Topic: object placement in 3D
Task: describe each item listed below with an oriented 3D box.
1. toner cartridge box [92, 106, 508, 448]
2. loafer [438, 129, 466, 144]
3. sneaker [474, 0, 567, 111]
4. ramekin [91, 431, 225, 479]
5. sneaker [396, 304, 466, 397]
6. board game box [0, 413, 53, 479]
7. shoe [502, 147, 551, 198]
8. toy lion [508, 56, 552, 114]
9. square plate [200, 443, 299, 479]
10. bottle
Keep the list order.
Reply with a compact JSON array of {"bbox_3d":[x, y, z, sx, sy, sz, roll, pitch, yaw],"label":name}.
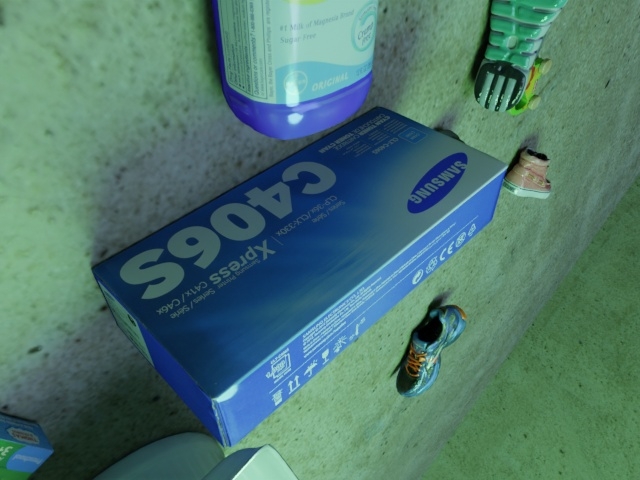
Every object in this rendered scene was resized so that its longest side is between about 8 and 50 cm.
[{"bbox_3d":[0.000,0.000,0.471,0.348,0.165,0.075,-35,144,-30],"label":"toner cartridge box"},{"bbox_3d":[0.125,-0.034,0.681,0.251,0.087,0.094,-53,149,-3],"label":"loafer"},{"bbox_3d":[0.255,-0.281,0.655,0.098,0.083,0.223,-51,161,-49],"label":"sneaker"},{"bbox_3d":[-0.195,0.374,0.603,0.273,0.127,0.272,-34,144,-30],"label":"ramekin"},{"bbox_3d":[0.214,0.225,1.082,0.087,0.083,0.221,22,96,-45],"label":"sneaker"},{"bbox_3d":[-0.321,0.201,0.348,0.211,0.039,0.160,-46,148,-12],"label":"board game box"},{"bbox_3d":[0.425,-0.132,1.020,0.178,0.063,0.081,-6,129,-47],"label":"shoe"},{"bbox_3d":[0.304,-0.235,0.792,0.096,0.034,0.100,-31,143,-23],"label":"toy lion"},{"bbox_3d":[-0.143,0.358,0.487,0.347,0.049,0.344,-43,146,-19],"label":"square plate"},{"bbox_3d":[-0.014,-0.207,0.319,0.118,0.092,0.282,-32,142,-32],"label":"bottle"}]
